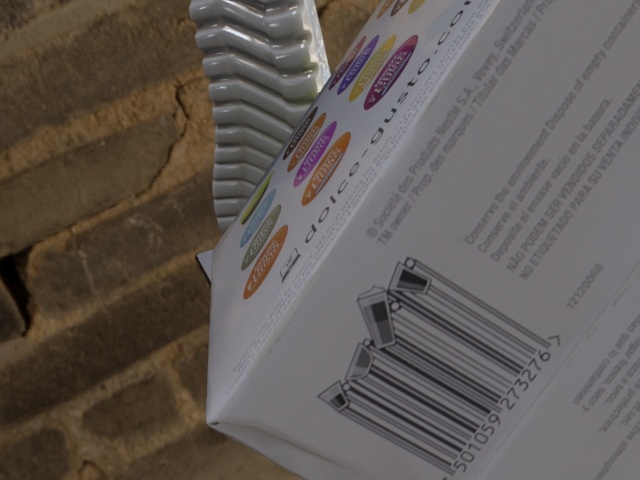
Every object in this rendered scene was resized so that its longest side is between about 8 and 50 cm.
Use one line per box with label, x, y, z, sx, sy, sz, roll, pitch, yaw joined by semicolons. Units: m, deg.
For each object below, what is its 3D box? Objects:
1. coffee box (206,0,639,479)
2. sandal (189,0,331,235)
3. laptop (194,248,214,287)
coffee box;0.149;0.004;0.559;0.338;0.334;0.337;33;-81;-14
sandal;-0.029;-0.114;0.823;0.102;0.169;0.416;-52;-30;-43
laptop;0.000;0.000;1.515;0.408;0.382;0.236;-14;-52;-20
